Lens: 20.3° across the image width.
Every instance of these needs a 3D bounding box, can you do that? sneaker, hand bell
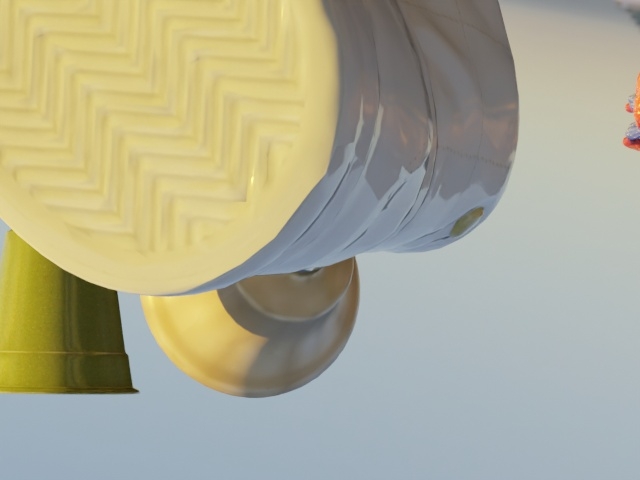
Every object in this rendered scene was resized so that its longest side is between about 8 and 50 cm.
[{"bbox_3d":[-0.069,-0.106,0.417,0.292,0.108,0.169,54,-163,14],"label":"sneaker"},{"bbox_3d":[0.000,0.000,0.870,0.126,0.126,0.242,8,166,-17],"label":"hand bell"}]

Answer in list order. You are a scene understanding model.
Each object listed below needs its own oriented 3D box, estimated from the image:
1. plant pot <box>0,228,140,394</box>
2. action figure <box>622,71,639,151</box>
[{"bbox_3d":[-0.128,0.034,0.868,0.083,0.079,0.083,1,176,0],"label":"plant pot"},{"bbox_3d":[0.190,-0.076,1.029,0.030,0.038,0.115,10,175,9],"label":"action figure"}]
